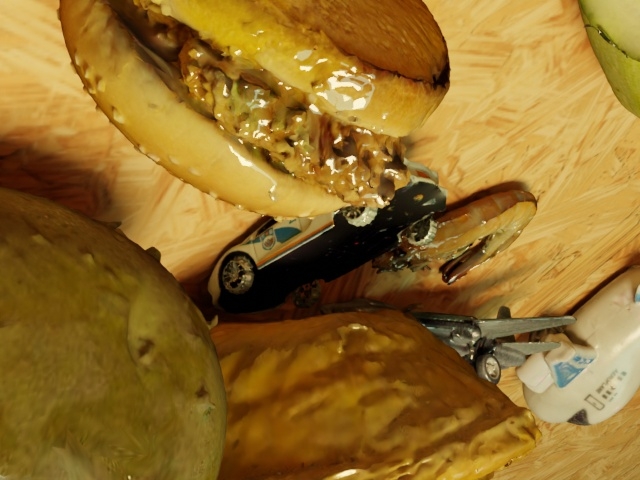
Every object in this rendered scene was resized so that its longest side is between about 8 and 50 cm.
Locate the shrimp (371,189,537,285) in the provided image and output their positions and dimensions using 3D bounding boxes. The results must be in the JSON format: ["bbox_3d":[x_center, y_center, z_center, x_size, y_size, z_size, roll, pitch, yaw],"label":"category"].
[{"bbox_3d":[0.113,0.009,0.901,0.178,0.034,0.124,-24,155,-21],"label":"shrimp"}]

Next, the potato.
[{"bbox_3d":[-0.223,0.095,0.520,0.359,0.219,0.270,17,81,-43],"label":"potato"}]

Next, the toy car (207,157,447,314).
[{"bbox_3d":[0.000,0.000,0.756,0.204,0.056,0.095,-29,154,30],"label":"toy car"}]

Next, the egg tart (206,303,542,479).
[{"bbox_3d":[-0.009,0.131,0.780,0.339,0.153,0.351,-4,178,-36],"label":"egg tart"}]

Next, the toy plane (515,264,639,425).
[{"bbox_3d":[0.343,0.126,1.187,0.266,0.123,0.267,-21,150,-13],"label":"toy plane"}]

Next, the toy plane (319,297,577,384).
[{"bbox_3d":[0.099,0.102,0.963,0.212,0.088,0.267,-25,157,40],"label":"toy plane"}]

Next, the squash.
[{"bbox_3d":[0.254,-0.132,0.731,0.137,0.137,0.287,-33,152,3],"label":"squash"}]

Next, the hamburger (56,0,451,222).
[{"bbox_3d":[-0.026,-0.088,0.474,0.181,0.191,0.118,-20,153,-56],"label":"hamburger"}]
